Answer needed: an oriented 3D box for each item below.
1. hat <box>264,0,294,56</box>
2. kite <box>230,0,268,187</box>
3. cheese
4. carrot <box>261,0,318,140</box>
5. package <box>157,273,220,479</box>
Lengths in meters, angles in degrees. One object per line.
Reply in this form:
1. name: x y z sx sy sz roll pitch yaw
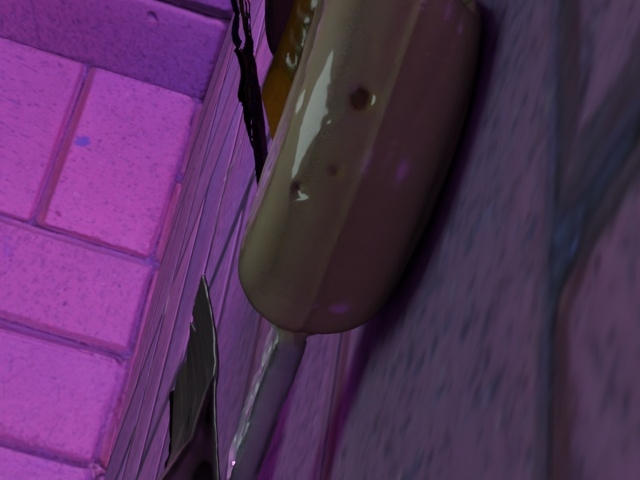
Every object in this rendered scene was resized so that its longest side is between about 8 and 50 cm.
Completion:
1. hat: -0.006 -0.224 1.187 0.175 0.085 0.147 78 -172 -56
2. kite: -0.057 -0.156 1.150 0.152 0.015 0.285 -93 -1 -66
3. cheese: 0.000 0.000 0.615 0.137 0.064 0.227 -87 17 -74
4. carrot: 0.050 -0.168 0.647 0.066 0.066 0.314 -86 18 -60
5. package: -0.084 0.170 0.839 0.204 0.062 0.251 121 161 -63
